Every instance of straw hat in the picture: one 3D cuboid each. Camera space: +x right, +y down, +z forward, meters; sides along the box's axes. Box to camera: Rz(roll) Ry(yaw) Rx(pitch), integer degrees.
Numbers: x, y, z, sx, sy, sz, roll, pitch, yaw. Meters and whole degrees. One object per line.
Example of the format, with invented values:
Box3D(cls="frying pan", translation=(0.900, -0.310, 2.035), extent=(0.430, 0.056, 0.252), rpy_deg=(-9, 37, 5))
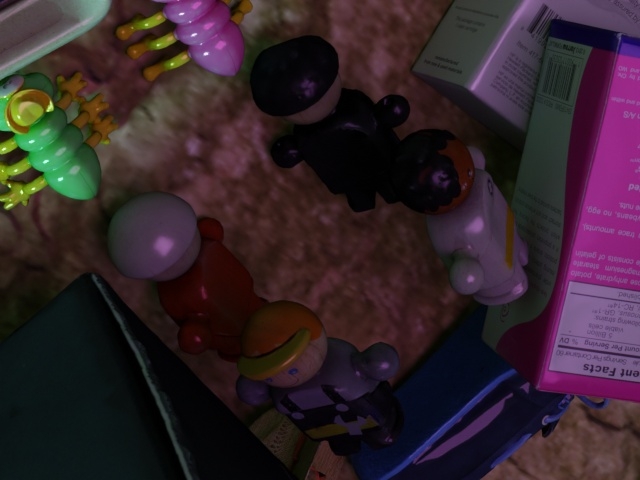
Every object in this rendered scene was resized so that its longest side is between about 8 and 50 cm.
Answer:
Box3D(cls="straw hat", translation=(-0.025, 0.152, 0.973), extent=(0.061, 0.144, 0.144), rpy_deg=(21, 97, 13))

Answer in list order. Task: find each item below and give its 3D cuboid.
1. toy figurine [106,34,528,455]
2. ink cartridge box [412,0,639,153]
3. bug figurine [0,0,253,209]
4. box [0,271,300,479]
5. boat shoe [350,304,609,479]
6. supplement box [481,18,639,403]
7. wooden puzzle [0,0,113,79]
Box3D(cls="toy figurine", translation=(0.000, 0.000, 0.857), extent=(0.213, 0.209, 0.148), rpy_deg=(-45, 134, -6))
Box3D(cls="ink cartridge box", translation=(0.184, -0.159, 0.972), extent=(0.148, 0.086, 0.203), rpy_deg=(33, 90, -29))
Box3D(cls="bug figurine", translation=(-0.151, -0.145, 0.822), extent=(0.279, 0.072, 0.216), rpy_deg=(-42, 118, -10))
Box3D(cls="box", translation=(-0.133, 0.370, 0.785), extent=(0.480, 0.297, 0.471), rpy_deg=(-40, 122, 0))
Box3D(cls="boat shoe", translation=(0.138, 0.101, 1.033), extent=(0.258, 0.109, 0.089), rpy_deg=(-36, 126, 6))
Box3D(cls="supplement box", translation=(0.189, -0.018, 0.893), extent=(0.114, 0.111, 0.220), rpy_deg=(10, 101, -14))
Box3D(cls="wooden puzzle", translation=(-0.259, -0.151, 0.719), extent=(0.239, 0.044, 0.221), rpy_deg=(-34, 80, -11))
